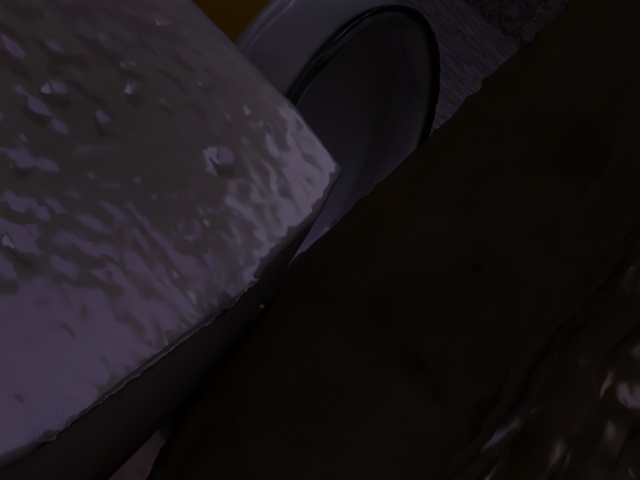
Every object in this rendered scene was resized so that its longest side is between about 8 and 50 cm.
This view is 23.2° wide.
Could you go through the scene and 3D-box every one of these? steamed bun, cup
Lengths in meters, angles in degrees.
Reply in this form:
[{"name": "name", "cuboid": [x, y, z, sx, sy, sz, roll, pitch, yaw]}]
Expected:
[{"name": "steamed bun", "cuboid": [0.054, 0.081, 0.541, 0.247, 0.428, 0.189, 3, -40, 50]}, {"name": "cup", "cuboid": [-0.098, -0.087, 0.676, 0.280, 0.196, 0.196, 28, 8, 26]}, {"name": "steamed bun", "cuboid": [-0.119, 0.023, 0.483, 0.146, 0.164, 0.242, 45, 38, 3]}]

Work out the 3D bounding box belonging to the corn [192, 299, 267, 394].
[{"name": "corn", "cuboid": [-0.011, 0.052, 0.780, 0.119, 0.119, 0.322, 19, 29, -56]}]
